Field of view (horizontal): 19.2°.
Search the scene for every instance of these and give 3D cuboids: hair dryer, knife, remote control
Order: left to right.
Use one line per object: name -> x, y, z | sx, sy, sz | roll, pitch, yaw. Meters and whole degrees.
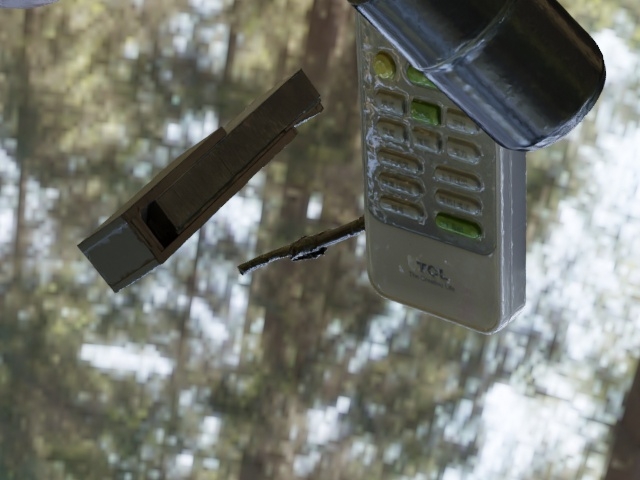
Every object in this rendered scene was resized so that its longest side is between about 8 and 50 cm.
knife -> -0.002, 0.003, 1.780 | 0.222, 0.021, 0.045 | -24, -161, 37
remote control -> 0.067, -0.071, 1.053 | 0.103, 0.250, 0.034 | 20, -146, 37
hair dryer -> 0.129, -0.147, 0.891 | 0.124, 0.219, 0.071 | 38, -156, -25

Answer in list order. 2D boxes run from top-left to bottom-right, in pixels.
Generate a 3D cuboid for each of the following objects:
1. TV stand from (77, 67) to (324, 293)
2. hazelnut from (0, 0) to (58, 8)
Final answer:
TV stand -> -0.073, -0.047, 1.273 | 0.040, 0.049, 0.256 | 53, -144, -8
hazelnut -> -0.250, -0.254, 1.385 | 0.204, 0.178, 0.178 | 39, -140, 13
